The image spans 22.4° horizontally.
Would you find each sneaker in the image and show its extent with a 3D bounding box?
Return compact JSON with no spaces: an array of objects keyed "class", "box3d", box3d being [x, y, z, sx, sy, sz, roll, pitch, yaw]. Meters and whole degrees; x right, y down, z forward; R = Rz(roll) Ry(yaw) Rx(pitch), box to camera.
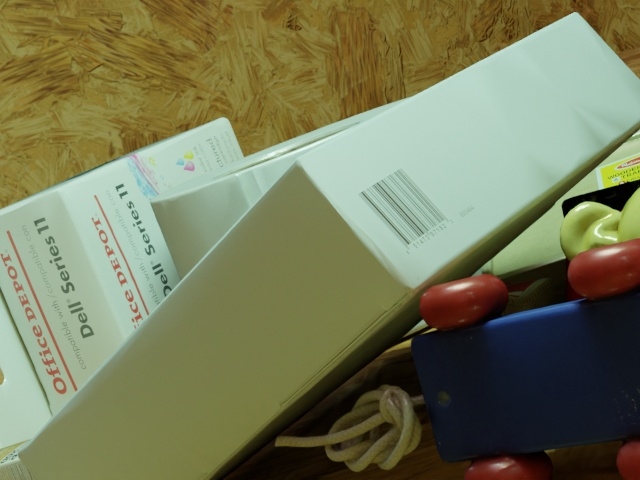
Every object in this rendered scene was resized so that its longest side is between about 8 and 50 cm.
[{"class":"sneaker","box3d":[0.111,0.054,1.082,0.067,0.042,0.118,-10,4,44]}]

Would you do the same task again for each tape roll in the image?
[{"class":"tape roll","box3d":[0.000,0.000,1.345,0.246,0.169,0.246,-21,7,3]}]

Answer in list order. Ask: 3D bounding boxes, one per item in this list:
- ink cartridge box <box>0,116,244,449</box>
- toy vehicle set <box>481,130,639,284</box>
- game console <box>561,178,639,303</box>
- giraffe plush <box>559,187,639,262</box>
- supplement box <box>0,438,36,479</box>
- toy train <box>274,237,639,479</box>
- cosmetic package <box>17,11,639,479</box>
[{"class":"ink cartridge box","box3d":[-0.175,0.036,1.447,0.119,0.207,0.353,-19,7,32]},{"class":"toy vehicle set","box3d":[0.247,-0.034,1.191,0.266,0.035,0.166,-20,24,15]},{"class":"game console","box3d":[0.241,-0.004,1.068,0.144,0.085,0.124,-15,-5,29]},{"class":"giraffe plush","box3d":[0.234,-0.019,0.869,0.170,0.210,0.181,-56,28,-11]},{"class":"supplement box","box3d":[-0.226,0.174,1.206,0.098,0.036,0.062,-19,7,19]},{"class":"toy train","box3d":[0.109,0.062,0.792,0.248,0.105,0.143,-16,-2,44]},{"class":"cosmetic package","box3d":[0.025,0.017,0.989,0.284,0.097,0.377,-47,-9,34]}]
